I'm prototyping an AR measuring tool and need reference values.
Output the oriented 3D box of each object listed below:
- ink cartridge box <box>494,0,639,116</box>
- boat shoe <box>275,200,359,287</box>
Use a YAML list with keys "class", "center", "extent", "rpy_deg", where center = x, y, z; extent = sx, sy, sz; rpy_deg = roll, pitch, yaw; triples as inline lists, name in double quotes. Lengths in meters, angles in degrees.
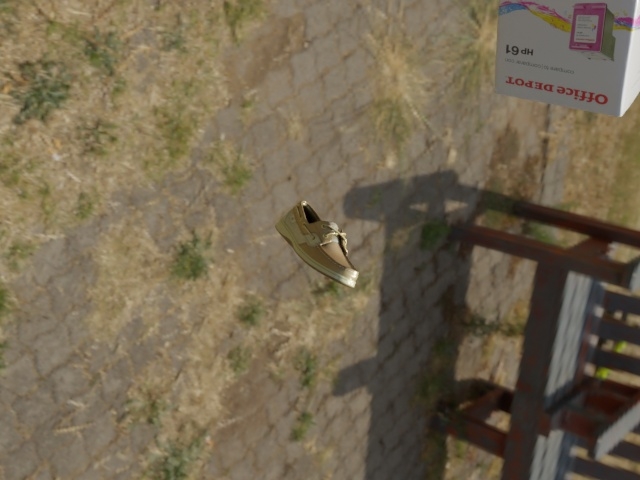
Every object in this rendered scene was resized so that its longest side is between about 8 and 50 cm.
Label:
- class: "ink cartridge box"
  center: [0.163, -0.148, 0.589]
  extent: [0.052, 0.089, 0.122]
  rpy_deg: [-49, 145, -41]
- class: "boat shoe"
  center: [0.000, 0.000, 0.927]
  extent: [0.050, 0.135, 0.045]
  rpy_deg: [27, 101, -42]
